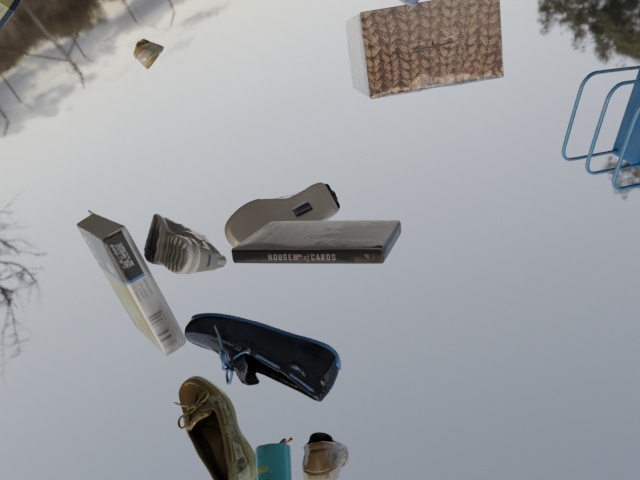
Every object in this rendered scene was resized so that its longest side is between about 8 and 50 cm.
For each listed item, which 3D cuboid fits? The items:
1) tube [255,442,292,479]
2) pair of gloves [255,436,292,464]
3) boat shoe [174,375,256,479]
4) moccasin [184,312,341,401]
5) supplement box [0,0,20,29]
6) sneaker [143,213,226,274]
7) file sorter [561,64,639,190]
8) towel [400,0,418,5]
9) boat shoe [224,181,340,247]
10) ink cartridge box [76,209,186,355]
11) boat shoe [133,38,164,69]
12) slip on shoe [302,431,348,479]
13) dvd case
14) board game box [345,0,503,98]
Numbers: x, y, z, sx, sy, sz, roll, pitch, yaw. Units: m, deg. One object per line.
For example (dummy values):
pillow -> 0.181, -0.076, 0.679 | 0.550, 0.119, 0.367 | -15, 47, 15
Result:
tube -> -0.062, 0.394, 0.804 | 0.080, 0.052, 0.207 | -47, -140, 46
pair of gloves -> -0.092, 0.417, 1.147 | 0.074, 0.083, 0.010 | -39, -108, -2
boat shoe -> -0.231, 0.402, 1.228 | 0.104, 0.089, 0.285 | -49, -122, 8
moccasin -> -0.133, 0.229, 1.142 | 0.342, 0.137, 0.116 | 8, -118, 25
supplement box -> -0.535, -0.409, 0.939 | 0.056, 0.083, 0.083 | -23, -133, 37
sneaker -> -0.306, 0.019, 1.273 | 0.281, 0.115, 0.105 | 30, -75, 51
file sorter -> 0.362, -0.107, 0.615 | 0.105, 0.118, 0.170 | -11, -144, -19
towel -> 0.091, -0.437, 0.715 | 0.034, 0.209, 0.285 | -47, -178, -15
boat shoe -> -0.109, -0.028, 1.345 | 0.341, 0.127, 0.158 | -21, 170, -45
ink cartridge box -> -0.450, 0.088, 1.331 | 0.072, 0.303, 0.307 | -35, -154, -27
boat shoe -> -0.434, -0.477, 1.445 | 0.063, 0.059, 0.170 | -47, -155, 10
slip on shoe -> 0.003, 0.238, 0.655 | 0.052, 0.041, 0.135 | -8, 171, 8
dvd case -> 0.000, 0.000, 0.941 | 0.239, 0.029, 0.179 | -1, -165, 17
board game box -> 0.179, -0.365, 1.083 | 0.232, 0.141, 0.291 | -9, -161, 0
